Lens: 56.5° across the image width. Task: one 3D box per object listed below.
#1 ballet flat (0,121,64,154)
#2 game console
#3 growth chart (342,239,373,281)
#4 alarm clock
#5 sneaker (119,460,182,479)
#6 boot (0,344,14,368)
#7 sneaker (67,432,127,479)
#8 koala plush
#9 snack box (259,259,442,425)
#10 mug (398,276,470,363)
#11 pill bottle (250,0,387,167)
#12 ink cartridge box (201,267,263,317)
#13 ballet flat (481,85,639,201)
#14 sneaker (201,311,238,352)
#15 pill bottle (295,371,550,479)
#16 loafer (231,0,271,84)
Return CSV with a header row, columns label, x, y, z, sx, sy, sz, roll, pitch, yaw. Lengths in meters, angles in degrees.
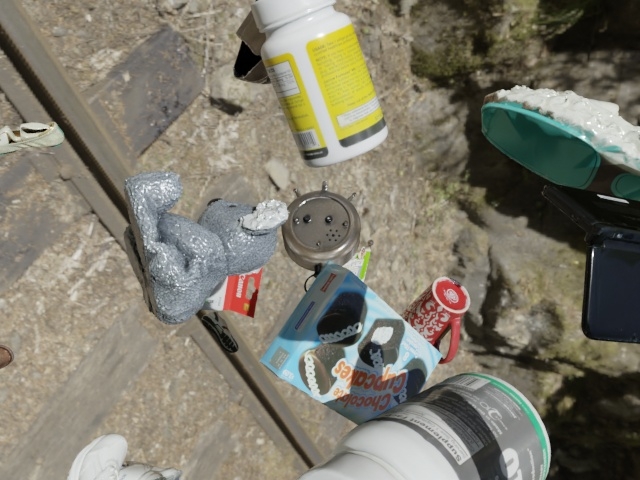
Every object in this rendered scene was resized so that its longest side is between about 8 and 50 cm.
label,x,y,z,sx,sy,sz,roll,pitch,yaw
ballet flat,-0.599,-0.209,1.184,0.052,0.168,0.057,89,-12,-51
game console,0.228,0.017,0.449,0.122,0.107,0.071,8,119,-22
growth chart,0.048,0.109,1.376,0.237,0.021,0.172,-31,136,-51
alarm clock,0.000,0.000,0.965,0.064,0.129,0.192,87,7,-70
sneaker,-0.424,0.579,1.444,0.111,0.129,0.297,-59,168,-20
boot,-0.463,0.182,0.756,0.114,0.106,0.037,-75,145,-71
sneaker,-0.335,0.401,0.908,0.232,0.115,0.090,-75,156,-50
koala plush,-0.160,0.010,0.892,0.221,0.203,0.196,-14,154,-26
snack box,0.065,0.193,0.976,0.322,0.060,0.187,42,78,-41
mug,0.261,0.174,1.308,0.113,0.150,0.169,-40,166,-42
pill bottle,-0.002,-0.208,0.742,0.119,0.119,0.208,-41,118,-43
ink cartridge box,-0.282,0.115,1.650,0.056,0.224,0.181,-42,147,-65
ballet flat,0.433,-0.122,0.864,0.147,0.409,0.147,-50,163,-22
sneaker,-0.216,0.203,1.333,0.109,0.040,0.044,52,30,1
pill bottle,0.137,0.314,0.776,0.361,0.204,0.204,-9,106,-48
loafer,-0.090,-0.333,0.957,0.078,0.080,0.220,-28,156,-34
